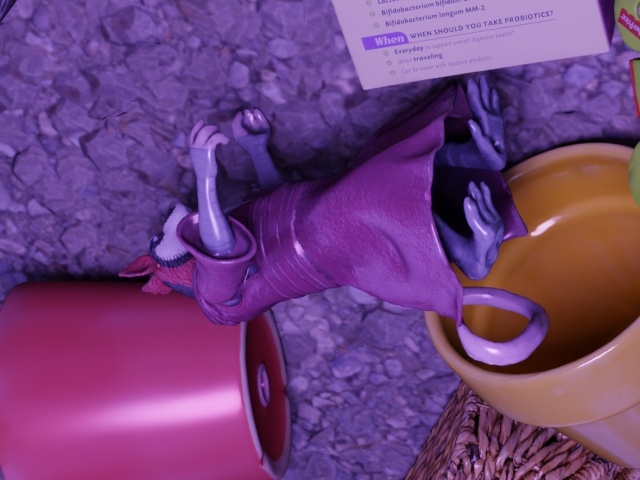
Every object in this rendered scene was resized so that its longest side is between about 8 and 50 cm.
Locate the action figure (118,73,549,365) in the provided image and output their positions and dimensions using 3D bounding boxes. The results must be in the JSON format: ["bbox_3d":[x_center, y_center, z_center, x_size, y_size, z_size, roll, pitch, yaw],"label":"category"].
[{"bbox_3d":[0.000,0.000,1.468,0.370,0.248,0.275,-22,95,26],"label":"action figure"}]

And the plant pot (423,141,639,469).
[{"bbox_3d":[0.258,0.079,1.521,0.254,0.254,0.239,-18,137,28],"label":"plant pot"}]

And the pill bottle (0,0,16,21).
[{"bbox_3d":[-0.374,-0.203,1.381,0.210,0.363,0.210,8,130,10],"label":"pill bottle"}]

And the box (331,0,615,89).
[{"bbox_3d":[0.109,-0.264,1.355,0.214,0.117,0.243,-7,126,21],"label":"box"}]

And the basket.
[{"bbox_3d":[0.198,0.289,1.707,0.223,0.213,0.299,24,130,-2],"label":"basket"}]

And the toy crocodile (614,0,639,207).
[{"bbox_3d":[0.290,-0.115,1.336,0.115,0.105,0.340,-9,98,-26],"label":"toy crocodile"}]

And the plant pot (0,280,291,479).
[{"bbox_3d":[-0.168,0.161,1.699,0.243,0.275,0.275,-9,125,10],"label":"plant pot"}]
